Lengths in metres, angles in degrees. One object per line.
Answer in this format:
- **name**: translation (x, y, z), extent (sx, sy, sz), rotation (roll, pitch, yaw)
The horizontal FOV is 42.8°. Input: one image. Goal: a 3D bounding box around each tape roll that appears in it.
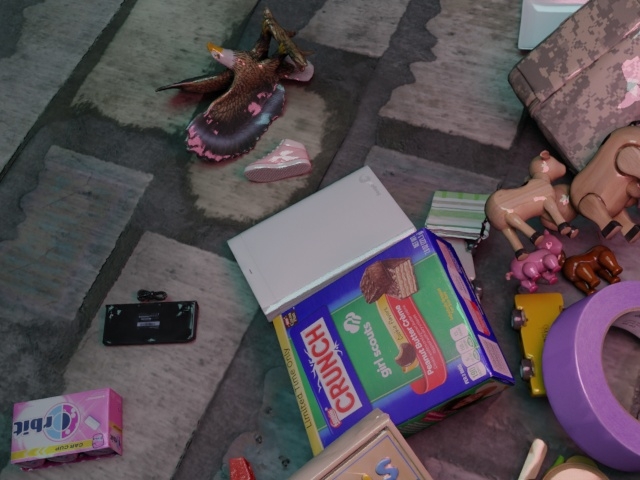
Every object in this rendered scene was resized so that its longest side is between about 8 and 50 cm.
- **tape roll**: translation (0.476, 0.202, 1.226), extent (0.275, 0.090, 0.274), rotation (8, 65, -17)

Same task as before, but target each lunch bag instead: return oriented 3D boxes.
- **lunch bag**: translation (0.519, -0.262, 1.429), extent (0.305, 0.212, 0.256), rotation (-38, 62, 23)

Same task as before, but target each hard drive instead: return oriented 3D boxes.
- **hard drive**: translation (0.000, 0.000, 1.507), extent (0.308, 0.040, 0.203), rotation (-29, 49, -4)

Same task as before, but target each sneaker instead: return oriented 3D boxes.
- **sneaker**: translation (-0.088, -0.161, 1.625), extent (0.134, 0.051, 0.070), rotation (-10, 59, 2)

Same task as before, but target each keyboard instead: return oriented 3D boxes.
- **keyboard**: translation (-0.317, 0.142, 1.524), extent (0.180, 0.023, 0.108), rotation (-3, 68, 9)

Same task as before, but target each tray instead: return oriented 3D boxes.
- **tray**: translation (0.543, -0.431, 1.655), extent (0.270, 0.030, 0.145), rotation (5, 64, 14)

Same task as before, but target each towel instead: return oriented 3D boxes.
- **towel**: translation (0.252, -0.046, 1.472), extent (0.113, 0.023, 0.152), rotation (7, 30, 13)

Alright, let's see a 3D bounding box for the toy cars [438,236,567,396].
- **toy cars**: translation (0.295, 0.124, 1.379), extent (0.176, 0.087, 0.394), rotation (-36, 57, -22)

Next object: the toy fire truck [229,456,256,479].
- **toy fire truck**: translation (-0.165, 0.457, 1.309), extent (0.135, 0.047, 0.192), rotation (-13, 61, 3)

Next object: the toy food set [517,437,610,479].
- **toy food set**: translation (0.393, 0.397, 1.242), extent (0.192, 0.038, 0.132), rotation (25, 77, 17)

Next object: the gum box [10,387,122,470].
- **gum box**: translation (-0.446, 0.331, 1.424), extent (0.188, 0.062, 0.107), rotation (-10, 60, 6)

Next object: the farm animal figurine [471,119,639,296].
- **farm animal figurine**: translation (0.419, -0.066, 1.310), extent (0.327, 0.330, 0.172), rotation (-42, 52, 16)

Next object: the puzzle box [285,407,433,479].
- **puzzle box**: translation (0.004, 0.469, 1.170), extent (0.409, 0.052, 0.272), rotation (-38, 104, -9)

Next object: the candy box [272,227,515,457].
- **candy box**: translation (0.105, 0.175, 1.307), extent (0.317, 0.122, 0.268), rotation (-33, 59, 21)

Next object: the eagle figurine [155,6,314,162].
- **eagle figurine**: translation (-0.172, -0.329, 1.680), extent (0.298, 0.225, 0.226), rotation (-44, 14, 19)
